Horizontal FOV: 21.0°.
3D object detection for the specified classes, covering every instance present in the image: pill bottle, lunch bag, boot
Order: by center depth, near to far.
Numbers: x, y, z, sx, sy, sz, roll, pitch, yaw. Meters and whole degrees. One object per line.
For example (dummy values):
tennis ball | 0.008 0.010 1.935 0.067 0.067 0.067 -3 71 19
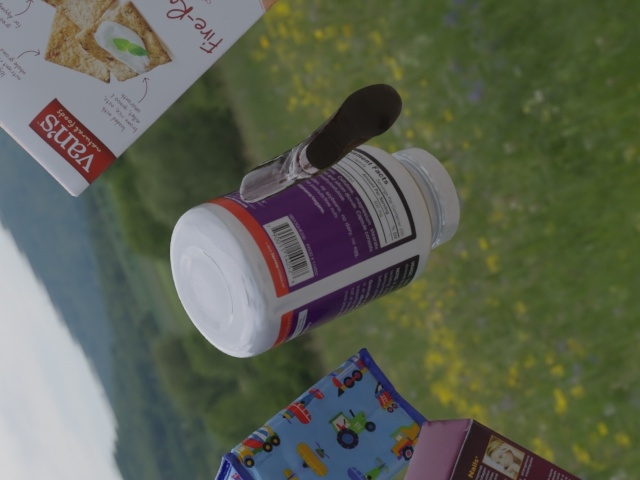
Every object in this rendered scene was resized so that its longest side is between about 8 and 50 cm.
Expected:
boot | -0.002 -0.070 1.288 0.037 0.106 0.114 56 149 -3
pill bottle | 0.000 0.000 1.989 0.181 0.323 0.181 34 135 42
lunch bag | -0.024 0.284 2.017 0.138 0.221 0.293 49 151 9

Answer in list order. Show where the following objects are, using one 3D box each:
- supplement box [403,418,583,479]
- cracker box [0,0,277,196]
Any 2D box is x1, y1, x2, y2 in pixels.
supplement box | 0.172 0.251 1.605 0.188 0.104 0.081 30 159 -24
cracker box | -0.146 -0.166 1.217 0.156 0.232 0.067 45 179 -11
